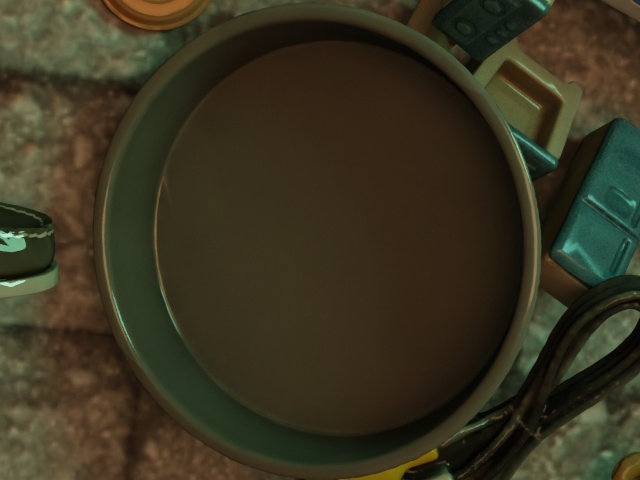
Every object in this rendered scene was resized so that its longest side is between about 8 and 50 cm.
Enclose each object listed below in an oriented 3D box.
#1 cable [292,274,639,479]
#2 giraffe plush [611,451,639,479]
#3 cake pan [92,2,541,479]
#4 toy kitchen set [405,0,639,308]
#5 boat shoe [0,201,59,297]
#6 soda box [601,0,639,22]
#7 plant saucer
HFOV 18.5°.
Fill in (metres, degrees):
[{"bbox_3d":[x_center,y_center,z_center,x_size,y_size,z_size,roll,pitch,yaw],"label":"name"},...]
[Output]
[{"bbox_3d":[0.116,0.140,1.270,0.287,0.072,0.139,-30,117,15],"label":"cable"},{"bbox_3d":[0.204,0.245,1.307,0.210,0.181,0.170,42,76,17],"label":"giraffe plush"},{"bbox_3d":[0.000,0.000,1.219,0.293,0.054,0.293,2,96,20],"label":"cake pan"},{"bbox_3d":[0.148,-0.076,1.221,0.207,0.166,0.122,35,63,-13],"label":"toy kitchen set"},{"bbox_3d":[-0.305,-0.030,1.194,0.305,0.109,0.091,10,100,-7],"label":"boat shoe"},{"bbox_3d":[0.258,-0.173,1.275,0.263,0.083,0.092,27,117,-11],"label":"soda box"},{"bbox_3d":[-0.105,-0.176,1.260,0.083,0.013,0.083,-1,97,-9],"label":"plant saucer"}]
